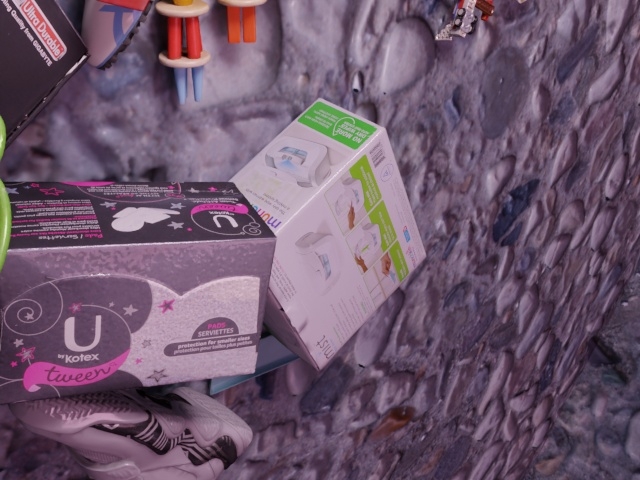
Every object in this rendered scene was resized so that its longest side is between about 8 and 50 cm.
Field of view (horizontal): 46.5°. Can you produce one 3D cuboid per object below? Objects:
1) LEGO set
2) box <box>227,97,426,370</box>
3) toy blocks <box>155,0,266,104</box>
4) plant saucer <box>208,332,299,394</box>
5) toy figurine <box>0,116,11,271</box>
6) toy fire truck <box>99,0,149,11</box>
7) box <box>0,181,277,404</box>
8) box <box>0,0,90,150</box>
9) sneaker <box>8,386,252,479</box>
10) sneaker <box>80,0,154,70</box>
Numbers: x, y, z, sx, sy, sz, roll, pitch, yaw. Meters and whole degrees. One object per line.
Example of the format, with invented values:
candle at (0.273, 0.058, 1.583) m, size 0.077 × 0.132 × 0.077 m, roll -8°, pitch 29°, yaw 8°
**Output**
LEGO set at (0.216, -0.391, 1.016) m, size 0.244 × 0.060 × 0.183 m, roll -36°, pitch 125°, yaw -27°
box at (0.000, 0.000, 0.960) m, size 0.231 × 0.126 × 0.262 m, roll -45°, pitch 141°, yaw -15°
toy blocks at (-0.108, -0.218, 0.750) m, size 0.123 × 0.054 × 0.148 m, roll -24°, pitch 131°, yaw -36°
plant saucer at (-0.081, 0.161, 1.070) m, size 0.192 × 0.018 × 0.067 m, roll -16°, pitch 126°, yaw -42°
toy figurine at (-0.291, -0.036, 0.454) m, size 0.159 × 0.130 × 0.173 m, roll 33°, pitch 62°, yaw -56°
toy fire truck at (-0.197, -0.272, 0.557) m, size 0.192 × 0.047 × 0.135 m, roll 23°, pitch 110°, yaw -17°
box at (-0.187, 0.043, 0.714) m, size 0.247 × 0.142 × 0.164 m, roll -2°, pitch 118°, yaw -25°
box at (-0.328, -0.132, 0.486) m, size 0.293 × 0.073 × 0.296 m, roll -54°, pitch 153°, yaw -20°
sneaker at (-0.238, 0.270, 0.871) m, size 0.210 × 0.137 × 0.366 m, roll -59°, pitch 146°, yaw -3°
sneaker at (-0.174, -0.265, 0.633) m, size 0.086 × 0.085 × 0.237 m, roll 10°, pitch 109°, yaw -31°
